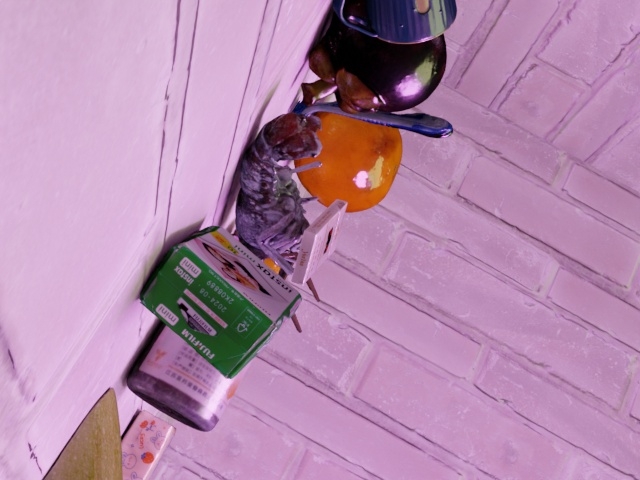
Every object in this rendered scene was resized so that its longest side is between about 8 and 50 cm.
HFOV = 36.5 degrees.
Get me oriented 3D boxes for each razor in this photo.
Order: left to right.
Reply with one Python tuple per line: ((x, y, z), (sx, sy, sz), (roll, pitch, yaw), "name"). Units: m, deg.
((0.070, -0.205, 1.624), (0.093, 0.324, 0.056), (-59, 140, -29), "razor")

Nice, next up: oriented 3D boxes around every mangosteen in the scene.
((0.076, -0.287, 1.541), (0.250, 0.211, 0.211), (-33, -177, 7), "mangosteen")

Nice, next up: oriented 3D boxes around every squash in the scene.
((-0.373, 0.348, 1.368), (0.189, 0.189, 0.260), (118, -34, -58), "squash")

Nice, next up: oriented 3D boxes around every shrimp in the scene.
((-0.065, -0.065, 1.544), (0.410, 0.166, 0.221), (80, 5, -61), "shrimp")

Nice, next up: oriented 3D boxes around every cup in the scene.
((0.100, -0.368, 1.349), (0.155, 0.176, 0.131), (78, -11, -46), "cup")

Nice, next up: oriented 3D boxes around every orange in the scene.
((0.066, -0.192, 2.196), (0.261, 0.261, 0.261), (-60, 179, -1), "orange")

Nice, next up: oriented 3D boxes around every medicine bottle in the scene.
((-0.180, 0.158, 1.580), (0.273, 0.165, 0.165), (-60, 179, -18), "medicine bottle")

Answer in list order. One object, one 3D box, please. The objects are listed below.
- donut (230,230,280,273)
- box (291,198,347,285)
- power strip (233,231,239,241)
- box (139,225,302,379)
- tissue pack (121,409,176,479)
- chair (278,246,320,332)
((-0.179, 0.097, 1.809), (0.253, 0.118, 0.253), (-47, -171, 9), "donut")
((0.000, 0.000, 1.525), (0.167, 0.024, 0.090), (-46, 153, -63), "box")
((-0.151, -0.008, 2.039), (0.109, 0.037, 0.279), (-60, 180, 9), "power strip")
((-0.131, 0.075, 1.316), (0.103, 0.180, 0.250), (-49, 180, 11), "box")
((-0.384, 0.456, 2.015), (0.196, 0.092, 0.148), (-62, 180, -15), "tissue pack")
((-0.138, 0.079, 2.306), (0.188, 0.166, 0.272), (117, -40, -52), "chair")
